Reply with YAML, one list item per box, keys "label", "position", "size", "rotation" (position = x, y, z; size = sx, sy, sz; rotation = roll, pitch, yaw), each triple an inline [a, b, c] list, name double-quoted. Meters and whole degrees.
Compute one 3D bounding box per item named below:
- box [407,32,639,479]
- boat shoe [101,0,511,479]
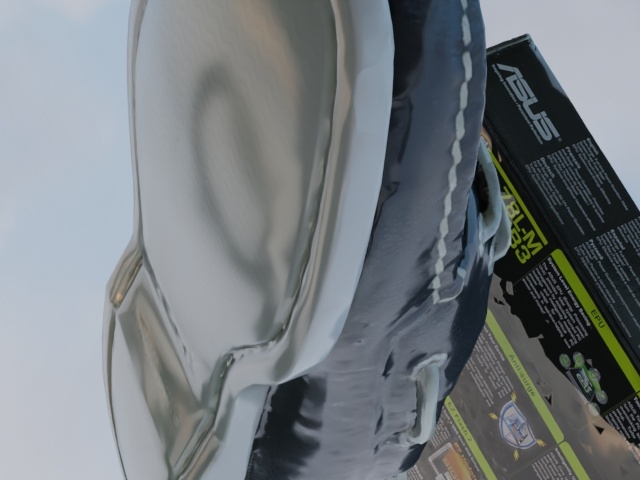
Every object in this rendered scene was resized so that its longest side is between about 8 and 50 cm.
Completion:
- label: "box"
  position: [0.070, 0.049, 0.665]
  size: [0.045, 0.184, 0.190]
  rotation: [-22, -105, -34]
- label: "boat shoe"
  position: [0.000, 0.000, 0.483]
  size: [0.091, 0.302, 0.114]
  rotation: [-14, -111, -19]
